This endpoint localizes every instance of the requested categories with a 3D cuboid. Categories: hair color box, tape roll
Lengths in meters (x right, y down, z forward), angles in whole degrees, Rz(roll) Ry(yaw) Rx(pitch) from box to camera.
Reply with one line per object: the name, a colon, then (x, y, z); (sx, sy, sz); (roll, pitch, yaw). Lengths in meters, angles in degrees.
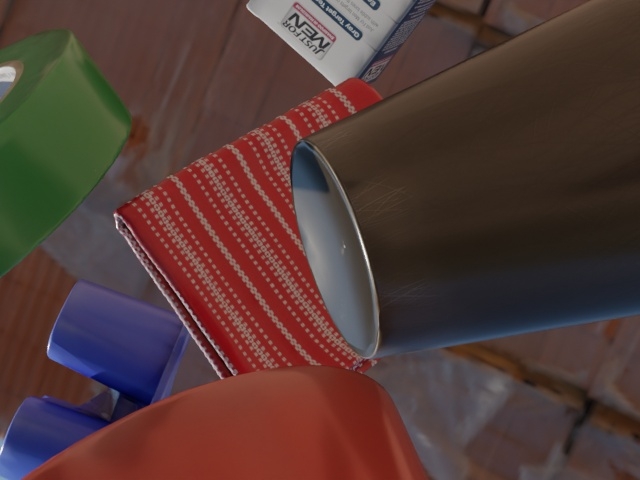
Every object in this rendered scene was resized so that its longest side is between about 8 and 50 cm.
hair color box: (0.082, -0.365, 1.600); (0.174, 0.347, 0.105); (43, -152, 7)
tape roll: (-0.286, -0.027, 0.941); (0.077, 0.321, 0.321); (55, 175, -23)

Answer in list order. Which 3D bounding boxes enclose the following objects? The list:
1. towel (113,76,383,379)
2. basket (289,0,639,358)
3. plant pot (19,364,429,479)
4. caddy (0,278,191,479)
towel: (0.000, 0.000, 0.994); (0.275, 0.031, 0.199); (-34, -92, -41)
basket: (0.109, -0.029, 0.756); (0.227, 0.204, 0.154); (-17, 164, -14)
plant pot: (-0.025, 0.234, 0.628); (0.275, 0.275, 0.243); (14, -145, -52)
caddy: (-0.218, 0.178, 1.434); (0.179, 0.241, 0.341); (24, 172, -5)
